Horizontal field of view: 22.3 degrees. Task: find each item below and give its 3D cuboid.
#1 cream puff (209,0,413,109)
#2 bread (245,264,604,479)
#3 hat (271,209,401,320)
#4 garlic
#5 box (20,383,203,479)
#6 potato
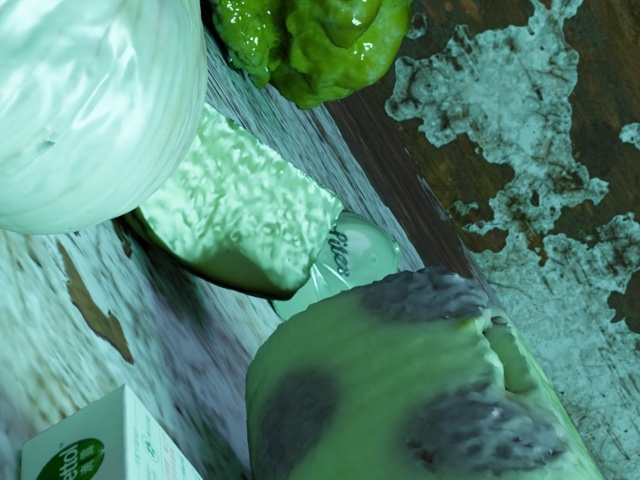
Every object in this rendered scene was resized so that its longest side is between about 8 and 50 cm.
[{"bbox_3d":[-0.042,-0.242,1.469,0.281,0.185,0.282,32,-35,25],"label":"cream puff"},{"bbox_3d":[0.070,0.174,0.671,0.338,0.155,0.187,-112,177,-56],"label":"bread"},{"bbox_3d":[-0.006,0.002,1.121,0.166,0.081,0.122,27,30,-57],"label":"hat"},{"bbox_3d":[-0.077,-0.123,0.599,0.199,0.226,0.199,52,10,-12],"label":"garlic"},{"bbox_3d":[-0.054,0.117,0.511,0.089,0.043,0.125,56,9,-27],"label":"box"},{"bbox_3d":[-0.082,-0.031,0.864,0.149,0.081,0.120,36,-11,-29],"label":"potato"}]
